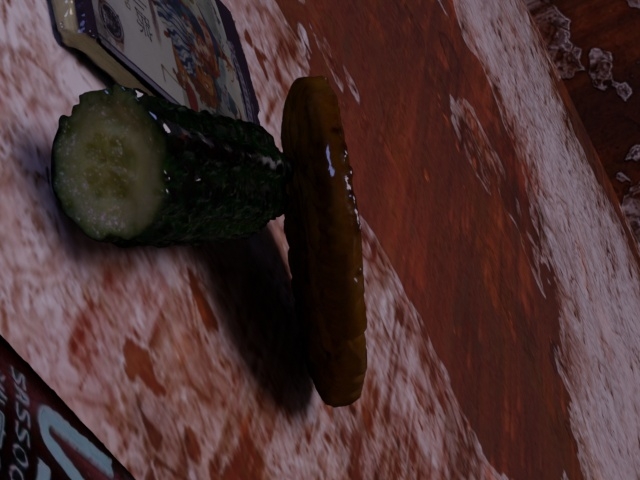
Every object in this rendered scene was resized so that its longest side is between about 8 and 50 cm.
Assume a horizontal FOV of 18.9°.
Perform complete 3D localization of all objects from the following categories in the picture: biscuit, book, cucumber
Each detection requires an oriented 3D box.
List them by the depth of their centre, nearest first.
[{"bbox_3d":[-0.060,-0.033,0.953,0.077,0.077,0.265,68,15,6],"label":"cucumber"},{"bbox_3d":[-0.001,0.000,1.077,0.188,0.027,0.188,174,-90,-84],"label":"biscuit"},{"bbox_3d":[-0.091,-0.123,1.082,0.231,0.026,0.157,44,27,-56],"label":"book"}]

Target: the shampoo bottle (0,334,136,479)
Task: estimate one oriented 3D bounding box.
[{"bbox_3d":[-0.119,0.074,0.568,0.323,0.084,0.129,55,22,-40],"label":"shampoo bottle"}]
